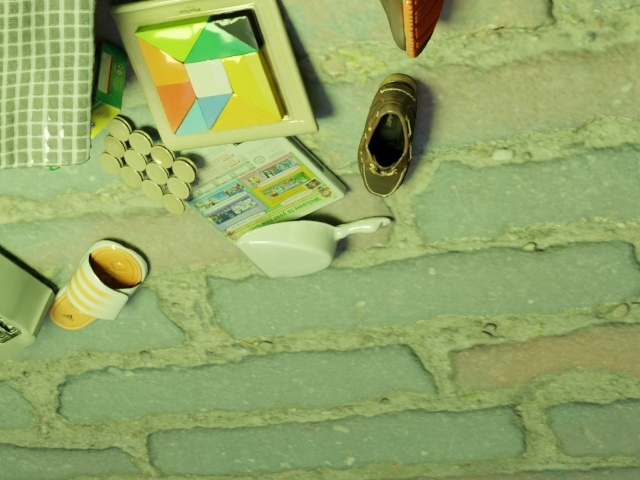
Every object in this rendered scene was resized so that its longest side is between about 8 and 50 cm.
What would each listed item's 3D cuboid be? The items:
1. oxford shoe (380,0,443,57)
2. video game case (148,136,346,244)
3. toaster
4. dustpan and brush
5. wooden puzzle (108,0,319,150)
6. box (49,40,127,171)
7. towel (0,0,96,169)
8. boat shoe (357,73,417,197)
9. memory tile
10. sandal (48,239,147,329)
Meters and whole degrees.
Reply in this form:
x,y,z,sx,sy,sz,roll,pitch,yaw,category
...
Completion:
x,y,z,sx,sy,sz,roll,pitch,yaw,category
0.082,-0.330,1.558,0.098,0.097,0.271,17,139,26,oxford shoe
-0.104,-0.088,1.918,0.212,0.023,0.193,-24,128,34,video game case
-0.532,0.104,2.175,0.168,0.110,0.186,-25,128,38,toaster
0.000,0.000,1.970,0.211,0.060,0.147,-3,156,20,dustpan and brush
-0.136,-0.213,1.747,0.221,0.044,0.238,-6,129,20,wooden puzzle
-0.322,-0.174,1.807,0.043,0.105,0.179,22,140,-29,box
-0.386,-0.211,1.618,0.121,0.235,0.283,27,120,46,towel
0.085,-0.123,1.794,0.073,0.073,0.207,8,141,4,boat shoe
-0.241,-0.105,1.904,0.148,0.012,0.113,33,140,8,memory tile
-0.359,0.096,2.151,0.102,0.076,0.265,28,137,-18,sandal
